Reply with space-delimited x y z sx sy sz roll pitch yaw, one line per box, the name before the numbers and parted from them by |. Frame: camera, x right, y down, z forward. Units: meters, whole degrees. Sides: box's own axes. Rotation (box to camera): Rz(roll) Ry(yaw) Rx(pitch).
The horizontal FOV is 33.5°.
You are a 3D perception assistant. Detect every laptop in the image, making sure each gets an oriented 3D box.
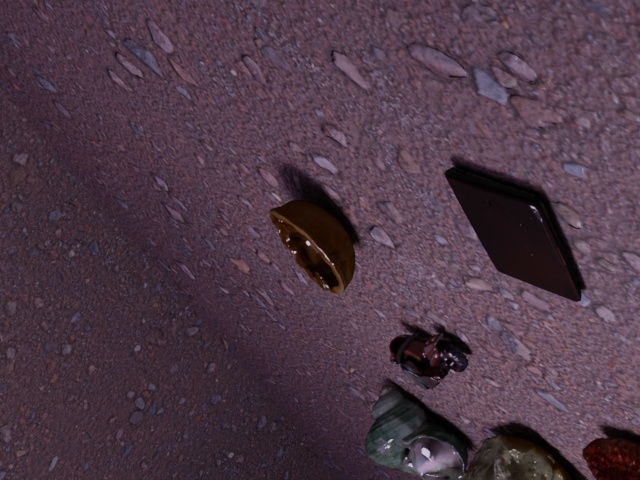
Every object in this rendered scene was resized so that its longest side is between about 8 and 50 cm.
laptop | 0.253 -0.007 1.369 0.154 0.026 0.207 22 157 44

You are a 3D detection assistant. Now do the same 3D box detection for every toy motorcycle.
toy motorcycle | 0.195 0.215 1.982 0.118 0.084 0.212 43 156 -1

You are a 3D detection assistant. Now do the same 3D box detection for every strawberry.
strawberry | 0.522 0.380 1.653 0.236 0.107 0.175 37 -160 16

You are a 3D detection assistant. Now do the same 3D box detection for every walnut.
walnut | 0.001 -0.002 1.838 0.167 0.087 0.211 37 163 39

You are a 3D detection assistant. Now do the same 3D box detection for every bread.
bread | 0.407 0.539 2.088 0.279 0.225 0.250 37 165 -2

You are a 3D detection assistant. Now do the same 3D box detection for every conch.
conch | 0.209 0.461 2.461 0.277 0.195 0.220 61 147 13
